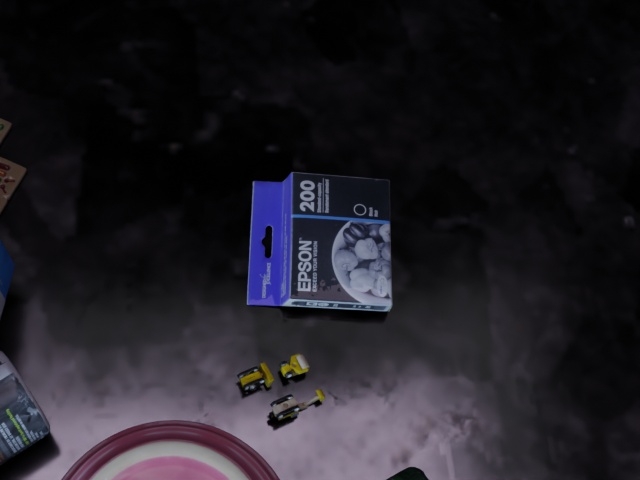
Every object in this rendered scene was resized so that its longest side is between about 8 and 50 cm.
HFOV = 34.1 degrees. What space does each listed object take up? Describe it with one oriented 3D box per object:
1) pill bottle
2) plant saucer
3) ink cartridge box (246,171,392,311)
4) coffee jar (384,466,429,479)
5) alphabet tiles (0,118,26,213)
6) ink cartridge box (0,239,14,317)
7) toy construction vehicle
[{"bbox_3d":[-0.474,0.253,1.297,0.245,0.130,0.130,-33,73,-21],"label":"pill bottle"},{"bbox_3d":[-0.188,0.382,1.303,0.332,0.084,0.332,3,65,-6],"label":"plant saucer"},{"bbox_3d":[0.000,0.000,1.528,0.208,0.045,0.206,3,65,-5],"label":"ink cartridge box"},{"bbox_3d":[0.063,0.369,1.339,0.184,0.079,0.096,-20,96,-17],"label":"coffee jar"},{"bbox_3d":[-0.620,-0.101,1.509,0.342,0.011,0.285,23,65,3],"label":"alphabet tiles"},{"bbox_3d":[-0.527,0.112,1.270,0.223,0.129,0.307,-9,42,6],"label":"ink cartridge box"},{"bbox_3d":[-0.054,0.204,1.435,0.098,0.035,0.086,-23,59,-20],"label":"toy construction vehicle"}]
